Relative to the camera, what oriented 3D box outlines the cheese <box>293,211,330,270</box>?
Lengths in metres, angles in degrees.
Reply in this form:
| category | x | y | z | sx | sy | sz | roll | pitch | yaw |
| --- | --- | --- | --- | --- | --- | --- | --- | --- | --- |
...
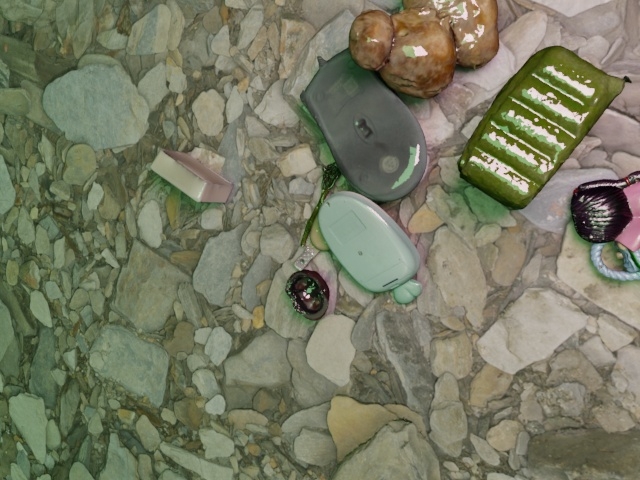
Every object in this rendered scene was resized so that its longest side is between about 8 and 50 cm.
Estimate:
| category | x | y | z | sx | sy | sz | roll | pitch | yaw |
| --- | --- | --- | --- | --- | --- | --- | --- | --- | --- |
| cheese | 0.000 | 0.000 | 1.077 | 0.097 | 0.037 | 0.192 | 43 | 113 | 4 |

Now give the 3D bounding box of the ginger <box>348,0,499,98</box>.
| category | x | y | z | sx | sy | sz | roll | pitch | yaw |
| --- | --- | --- | --- | --- | --- | --- | --- | --- | --- |
| ginger | 0.197 | -0.390 | 0.856 | 0.304 | 0.155 | 0.245 | -45 | 103 | -16 |

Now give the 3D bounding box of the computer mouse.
| category | x | y | z | sx | sy | sz | roll | pitch | yaw |
| --- | --- | --- | --- | --- | --- | --- | --- | --- | --- |
| computer mouse | 0.098 | -0.248 | 0.973 | 0.188 | 0.121 | 0.371 | -36 | 75 | 22 |

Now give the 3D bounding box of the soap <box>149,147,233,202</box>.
| category | x | y | z | sx | sy | sz | roll | pitch | yaw |
| --- | --- | --- | --- | --- | --- | --- | --- | --- | --- |
| soap | -0.330 | -0.166 | 1.170 | 0.183 | 0.121 | 0.064 | 34 | 105 | 19 |

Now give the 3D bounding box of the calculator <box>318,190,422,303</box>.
| category | x | y | z | sx | sy | sz | roll | pitch | yaw |
| --- | --- | --- | --- | --- | --- | --- | --- | --- | --- |
| calculator | 0.110 | 0.022 | 0.985 | 0.295 | 0.042 | 0.184 | 49 | 135 | -4 |

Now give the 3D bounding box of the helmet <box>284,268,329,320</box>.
| category | x | y | z | sx | sy | sz | roll | pitch | yaw |
| --- | --- | --- | --- | --- | --- | --- | --- | --- | --- |
| helmet | -0.021 | 0.123 | 1.082 | 0.098 | 0.070 | 0.123 | -37 | 86 | 28 |

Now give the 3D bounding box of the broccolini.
| category | x | y | z | sx | sy | sz | roll | pitch | yaw |
| --- | --- | --- | --- | --- | --- | --- | --- | --- | --- |
| broccolini | 0.001 | -0.082 | 1.080 | 0.044 | 0.042 | 0.218 | 38 | 115 | 45 |

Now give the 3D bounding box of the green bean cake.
| category | x | y | z | sx | sy | sz | roll | pitch | yaw |
| --- | --- | --- | --- | --- | --- | --- | --- | --- | --- |
| green bean cake | 0.360 | -0.184 | 0.789 | 0.156 | 0.249 | 0.247 | 38 | 109 | 16 |

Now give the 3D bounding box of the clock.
| category | x | y | z | sx | sy | sz | roll | pitch | yaw |
| --- | --- | --- | --- | --- | --- | --- | --- | --- | --- |
| clock | 0.558 | -0.027 | 0.798 | 0.195 | 0.100 | 0.194 | -12 | 89 | 32 |
